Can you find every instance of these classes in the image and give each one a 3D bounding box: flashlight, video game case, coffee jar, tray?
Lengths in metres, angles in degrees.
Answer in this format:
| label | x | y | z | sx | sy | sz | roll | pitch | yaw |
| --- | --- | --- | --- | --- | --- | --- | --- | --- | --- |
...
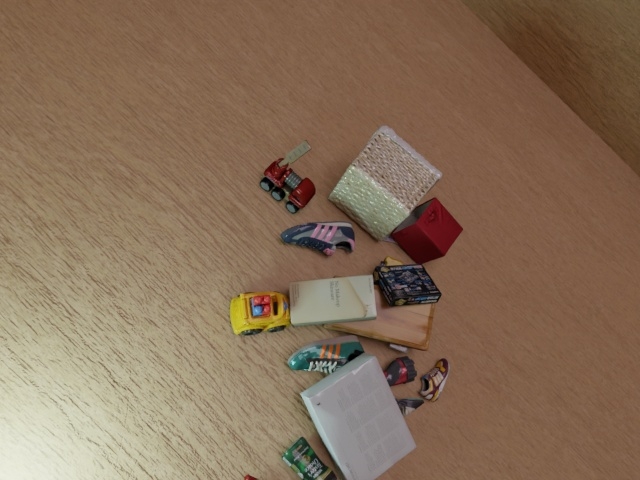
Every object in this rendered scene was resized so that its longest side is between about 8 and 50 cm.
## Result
| label | x | y | z | sx | sy | sz | roll | pitch | yaw |
| --- | --- | --- | --- | --- | --- | --- | --- | --- | --- |
| flashlight | 0.215 | 0.518 | 1.803 | 0.304 | 0.103 | 0.103 | -5 | 46 | -22 |
| video game case | 0.316 | -0.048 | 2.116 | 0.087 | 0.011 | 0.122 | 10 | 66 | -17 |
| coffee jar | -0.035 | 0.762 | 1.591 | 0.184 | 0.079 | 0.096 | 43 | 52 | 17 |
| tray | 0.230 | 0.284 | 1.851 | 0.410 | 0.076 | 0.203 | 14 | 76 | -3 |

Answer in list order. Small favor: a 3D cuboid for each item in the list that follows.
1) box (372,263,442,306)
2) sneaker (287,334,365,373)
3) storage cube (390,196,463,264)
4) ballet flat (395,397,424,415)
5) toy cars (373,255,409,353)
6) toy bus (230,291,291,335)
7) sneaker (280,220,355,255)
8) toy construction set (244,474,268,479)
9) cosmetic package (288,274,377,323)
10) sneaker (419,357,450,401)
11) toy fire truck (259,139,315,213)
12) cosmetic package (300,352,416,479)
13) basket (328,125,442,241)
| label | x | y | z | sx | sy | sz | roll | pitch | yaw |
| --- | --- | --- | --- | --- | --- | --- | --- | --- | --- |
| box | 0.336 | 0.171 | 1.849 | 0.220 | 0.051 | 0.175 | -2 | 41 | -23 |
| sneaker | 0.033 | 0.437 | 1.740 | 0.302 | 0.108 | 0.121 | -9 | 48 | -25 |
| storage cube | 0.460 | -0.037 | 2.054 | 0.193 | 0.215 | 0.184 | 47 | 60 | -8 |
| ballet flat | 0.298 | 0.632 | 1.807 | 0.203 | 0.074 | 0.074 | 9 | 66 | -11 |
| toy cars | 0.304 | 0.263 | 1.948 | 0.176 | 0.087 | 0.394 | -17 | 80 | -10 |
| toy bus | -0.194 | 0.241 | 1.689 | 0.220 | 0.211 | 0.150 | -2 | 69 | -24 |
| sneaker | 0.000 | 0.000 | 1.916 | 0.319 | 0.112 | 0.131 | -6 | 69 | -22 |
| toy construction set | -0.155 | 0.916 | 1.465 | 0.237 | 0.257 | 0.309 | 36 | 36 | -25 |
| cosmetic package | 0.046 | 0.223 | 1.750 | 0.309 | 0.113 | 0.160 | -7 | 74 | 3 |
| sneaker | 0.456 | 0.546 | 1.902 | 0.084 | 0.069 | 0.185 | 34 | 60 | -12 |
| toy fire truck | -0.100 | -0.262 | 1.903 | 0.217 | 0.246 | 0.158 | 41 | 61 | -2 |
| cosmetic package | 0.137 | 0.633 | 1.666 | 0.284 | 0.097 | 0.377 | -26 | 95 | -24 |
| basket | 0.256 | -0.229 | 1.981 | 0.331 | 0.328 | 0.266 | 41 | 62 | 2 |
